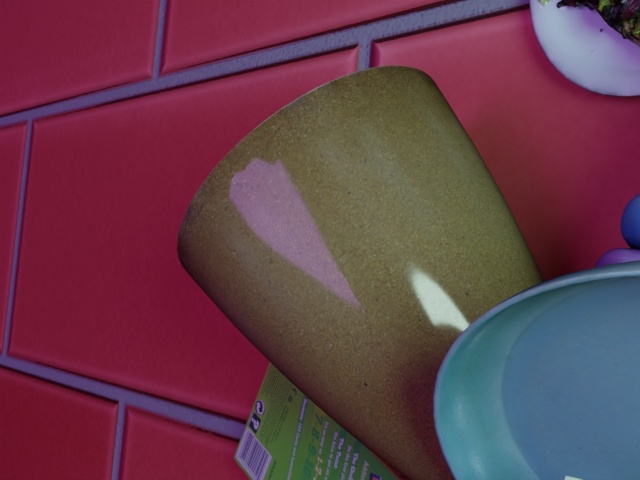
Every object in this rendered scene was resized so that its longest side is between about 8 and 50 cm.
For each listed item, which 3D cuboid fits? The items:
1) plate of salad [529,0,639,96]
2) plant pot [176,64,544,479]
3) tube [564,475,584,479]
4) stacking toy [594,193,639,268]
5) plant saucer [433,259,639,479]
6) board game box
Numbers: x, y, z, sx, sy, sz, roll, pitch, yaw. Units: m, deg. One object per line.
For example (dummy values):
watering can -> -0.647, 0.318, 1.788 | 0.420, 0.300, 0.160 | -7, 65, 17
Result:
plate of salad -> 0.218, -0.198, 0.614 | 0.200, 0.048, 0.199 | -10, 77, 49
plant pot -> 0.063, 0.047, 0.644 | 0.254, 0.237, 0.237 | 53, 124, 24
tube -> 0.216, 0.178, 0.389 | 0.240, 0.070, 0.062 | 12, 111, 19
stacking toy -> 0.249, -0.074, 0.500 | 0.141, 0.141, 0.330 | 18, 93, 50
plant saucer -> 0.208, 0.121, 0.437 | 0.318, 0.317, 0.043 | -19, 27, 47
board game box -> 0.014, 0.218, 0.797 | 0.259, 0.039, 0.124 | 40, 114, 49
